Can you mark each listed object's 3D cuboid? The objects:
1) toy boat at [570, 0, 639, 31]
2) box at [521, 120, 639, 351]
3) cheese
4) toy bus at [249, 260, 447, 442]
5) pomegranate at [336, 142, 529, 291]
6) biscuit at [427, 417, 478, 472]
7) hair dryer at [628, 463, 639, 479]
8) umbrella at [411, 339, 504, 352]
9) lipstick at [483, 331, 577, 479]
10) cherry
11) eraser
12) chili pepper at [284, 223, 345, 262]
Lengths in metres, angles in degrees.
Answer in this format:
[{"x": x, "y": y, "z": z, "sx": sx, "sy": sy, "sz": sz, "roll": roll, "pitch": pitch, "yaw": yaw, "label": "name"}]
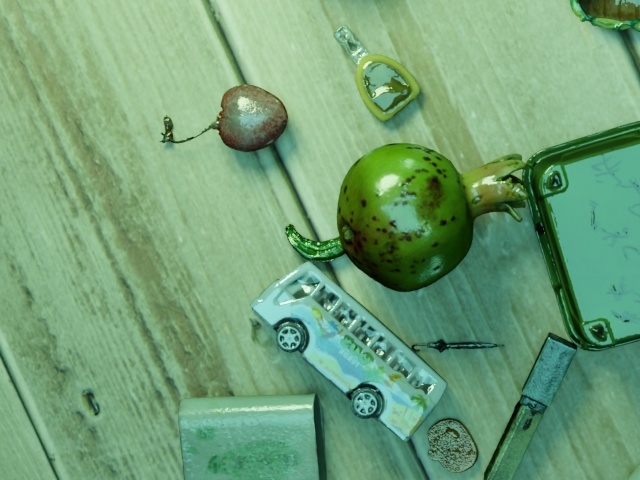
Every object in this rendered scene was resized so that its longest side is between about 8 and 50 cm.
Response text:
[{"x": 0.517, "y": -0.361, "z": 1.870, "sx": 0.292, "sy": 0.099, "sz": 0.109, "roll": 9, "pitch": 98, "yaw": 15, "label": "toy boat"}, {"x": 0.459, "y": -0.002, "z": 1.869, "sx": 0.252, "sy": 0.178, "sz": 0.329, "roll": -17, "pitch": 93, "yaw": 8, "label": "box"}, {"x": 0.080, "y": -0.271, "z": 1.973, "sx": 0.086, "sy": 0.036, "sz": 0.162, "roll": -39, "pitch": 89, "yaw": 9, "label": "cheese"}, {"x": 0.044, "y": 0.173, "z": 1.989, "sx": 0.329, "sy": 0.109, "sz": 0.136, "roll": 41, "pitch": 90, "yaw": 3, "label": "toy bus"}, {"x": 0.167, "y": -0.029, "z": 1.899, "sx": 0.285, "sy": 0.231, "sz": 0.231, "roll": 6, "pitch": 96, "yaw": -5, "label": "pomegranate"}, {"x": 0.210, "y": 0.333, "z": 2.021, "sx": 0.078, "sy": 0.015, "sz": 0.091, "roll": -27, "pitch": 91, "yaw": 12, "label": "biscuit"}, {"x": 0.534, "y": 0.335, "z": 1.887, "sx": 0.044, "sy": 0.183, "sz": 0.155, "roll": 37, "pitch": 101, "yaw": 4, "label": "hair dryer"}, {"x": 0.220, "y": 0.168, "z": 2.002, "sx": 0.148, "sy": 0.022, "sz": 0.022, "roll": -5, "pitch": 137, "yaw": 9, "label": "umbrella"}, {"x": 0.319, "y": 0.297, "z": 1.986, "sx": 0.051, "sy": 0.051, "sz": 0.312, "roll": 24, "pitch": 101, "yaw": 5, "label": "lipstick"}, {"x": -0.155, "y": -0.197, "z": 1.994, "sx": 0.225, "sy": 0.090, "sz": 0.107, "roll": 4, "pitch": 108, "yaw": 17, "label": "cherry"}, {"x": -0.109, "y": 0.338, "z": 2.037, "sx": 0.226, "sy": 0.081, "sz": 0.174, "roll": -3, "pitch": 95, "yaw": 8, "label": "eraser"}, {"x": -0.002, "y": 0.008, "z": 2.015, "sx": 0.117, "sy": 0.035, "sz": 0.056, "roll": 8, "pitch": 82, "yaw": 17, "label": "chili pepper"}]
